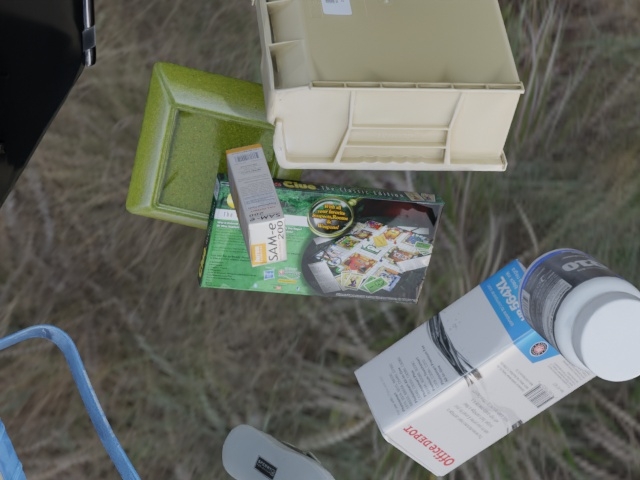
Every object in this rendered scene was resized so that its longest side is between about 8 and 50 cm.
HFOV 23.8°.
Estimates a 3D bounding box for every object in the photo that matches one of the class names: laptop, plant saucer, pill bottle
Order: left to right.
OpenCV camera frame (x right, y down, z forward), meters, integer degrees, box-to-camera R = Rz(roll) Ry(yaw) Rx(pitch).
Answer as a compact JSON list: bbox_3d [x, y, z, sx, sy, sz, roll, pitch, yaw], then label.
[{"bbox_3d":[-0.338,-0.286,1.402,0.408,0.236,0.382,47,151,26],"label":"laptop"},{"bbox_3d":[-0.113,-0.087,1.698,0.188,0.045,0.188,12,115,-5],"label":"plant saucer"},{"bbox_3d":[0.211,0.058,1.194,0.078,0.137,0.078,-3,104,-11],"label":"pill bottle"}]

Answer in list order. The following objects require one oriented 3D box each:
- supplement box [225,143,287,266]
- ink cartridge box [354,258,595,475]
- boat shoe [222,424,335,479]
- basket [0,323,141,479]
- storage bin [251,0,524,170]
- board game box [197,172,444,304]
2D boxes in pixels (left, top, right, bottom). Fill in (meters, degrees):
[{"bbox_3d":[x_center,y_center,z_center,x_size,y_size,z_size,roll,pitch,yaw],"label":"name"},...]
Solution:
[{"bbox_3d":[-0.060,-0.033,1.422,0.036,0.098,0.062,-12,141,-8],"label":"supplement box"},{"bbox_3d":[0.157,0.132,1.525,0.203,0.086,0.148,-34,142,10],"label":"ink cartridge box"},{"bbox_3d":[-0.021,0.257,1.605,0.070,0.219,0.078,22,97,-37],"label":"boat shoe"},{"bbox_3d":[-0.311,0.225,1.408,0.255,0.289,0.201,58,137,16],"label":"basket"},{"bbox_3d":[0.060,-0.211,1.608,0.260,0.262,0.123,0,143,-10],"label":"storage bin"},{"bbox_3d":[0.000,0.000,1.712,0.259,0.030,0.136,6,120,-16],"label":"board game box"}]
